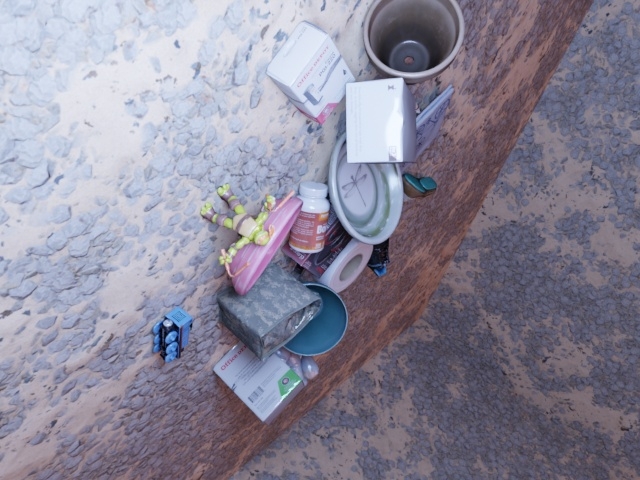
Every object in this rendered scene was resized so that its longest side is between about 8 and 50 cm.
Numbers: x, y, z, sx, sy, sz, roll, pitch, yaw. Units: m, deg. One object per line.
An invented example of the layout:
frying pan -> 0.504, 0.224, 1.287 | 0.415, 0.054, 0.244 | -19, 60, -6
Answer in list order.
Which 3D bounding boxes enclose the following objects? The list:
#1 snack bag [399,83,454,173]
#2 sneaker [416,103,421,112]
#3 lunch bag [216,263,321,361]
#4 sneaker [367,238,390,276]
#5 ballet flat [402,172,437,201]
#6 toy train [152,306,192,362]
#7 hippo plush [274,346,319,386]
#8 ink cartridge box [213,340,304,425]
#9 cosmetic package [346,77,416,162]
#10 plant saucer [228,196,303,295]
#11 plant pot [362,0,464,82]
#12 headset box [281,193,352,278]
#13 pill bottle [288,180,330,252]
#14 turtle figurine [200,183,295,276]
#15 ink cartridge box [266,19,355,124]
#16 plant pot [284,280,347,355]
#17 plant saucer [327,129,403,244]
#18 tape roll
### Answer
snack bag -> 0.398, -0.420, 2.019 | 0.323, 0.037, 0.342 | -46, 164, -14
sneaker -> 0.346, -0.494, 1.852 | 0.109, 0.040, 0.043 | -18, 130, -56
lunch bag -> -0.168, 0.224, 1.712 | 0.287, 0.235, 0.168 | -34, 144, -33
sneaker -> 0.273, 0.044, 2.274 | 0.125, 0.139, 0.340 | -25, 156, -11
ballet flat -> 0.421, -0.231, 2.287 | 0.124, 0.116, 0.342 | -42, 166, 28
toy train -> -0.444, 0.290, 1.522 | 0.105, 0.080, 0.184 | -36, 152, -42
hippo plush -> -0.139, 0.515, 2.160 | 0.294, 0.234, 0.236 | -54, 156, 7
ink cartridge box -> -0.237, 0.530, 1.951 | 0.211, 0.289, 0.121 | -44, 157, -17
cosmetic package -> 0.187, -0.328, 1.460 | 0.385, 0.156, 0.217 | -20, 110, -72
plant saucer -> -0.170, 0.004, 1.480 | 0.332, 0.084, 0.332 | -57, 179, -1
plant pot -> 0.257, -0.550, 1.420 | 0.263, 0.263, 0.229 | -54, 173, 4
headset box -> 0.000, 0.000, 1.844 | 0.293, 0.110, 0.218 | -50, 156, -3
pill bottle -> -0.034, -0.077, 1.643 | 0.121, 0.121, 0.216 | -21, 127, -48
turtle figurine -> -0.193, -0.055, 1.309 | 0.269, 0.217, 0.087 | -54, 155, 5
ink cartridge box -> -0.019, -0.416, 1.271 | 0.158, 0.092, 0.218 | -53, 154, 3
plant pot -> -0.050, 0.286, 2.012 | 0.290, 0.290, 0.195 | -54, -168, 6
plant saucer -> 0.135, -0.182, 1.701 | 0.401, 0.101, 0.400 | 6, 82, -48
tape roll -> 0.097, 0.087, 2.145 | 0.286, 0.100, 0.286 | -39, 152, -25
